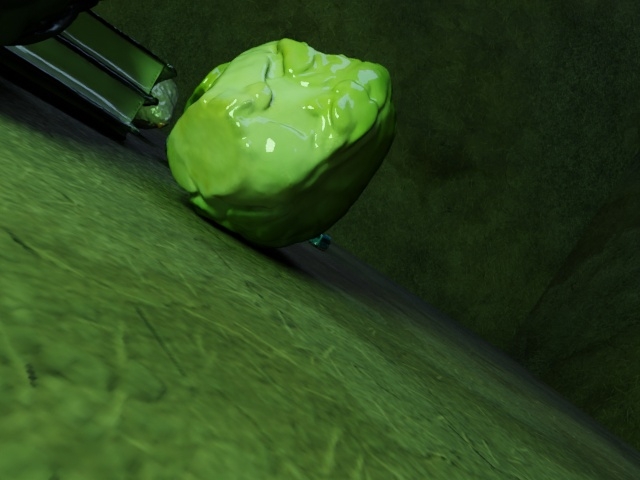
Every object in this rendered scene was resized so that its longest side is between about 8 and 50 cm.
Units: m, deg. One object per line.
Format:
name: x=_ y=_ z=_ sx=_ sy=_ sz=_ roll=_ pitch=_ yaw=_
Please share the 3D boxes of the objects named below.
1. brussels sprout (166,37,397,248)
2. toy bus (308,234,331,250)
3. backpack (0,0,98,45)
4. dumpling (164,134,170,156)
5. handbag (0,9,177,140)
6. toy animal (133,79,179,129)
brussels sprout: x=-0.053 y=-0.142 z=0.665 sx=0.268 sy=0.344 sz=0.344 roll=47 pitch=5 yaw=10
toy bus: x=0.000 y=0.000 z=1.427 sx=0.038 sy=0.046 sz=0.083 roll=34 pitch=4 yaw=25
backpack: x=-0.374 y=-0.332 z=0.449 sx=0.363 sy=0.255 sz=0.446 roll=11 pitch=35 yaw=-24
dumpling: x=-0.277 y=-0.182 z=1.054 sx=0.107 sy=0.153 sz=0.219 roll=-10 pitch=11 yaw=18
handbag: x=-0.465 y=-0.334 z=0.832 sx=0.358 sy=0.160 sz=0.236 roll=32 pitch=-3 yaw=-34
toy animal: x=-0.512 y=-0.409 z=1.284 sx=0.226 sy=0.188 sz=0.358 roll=-9 pitch=45 yaw=-39
